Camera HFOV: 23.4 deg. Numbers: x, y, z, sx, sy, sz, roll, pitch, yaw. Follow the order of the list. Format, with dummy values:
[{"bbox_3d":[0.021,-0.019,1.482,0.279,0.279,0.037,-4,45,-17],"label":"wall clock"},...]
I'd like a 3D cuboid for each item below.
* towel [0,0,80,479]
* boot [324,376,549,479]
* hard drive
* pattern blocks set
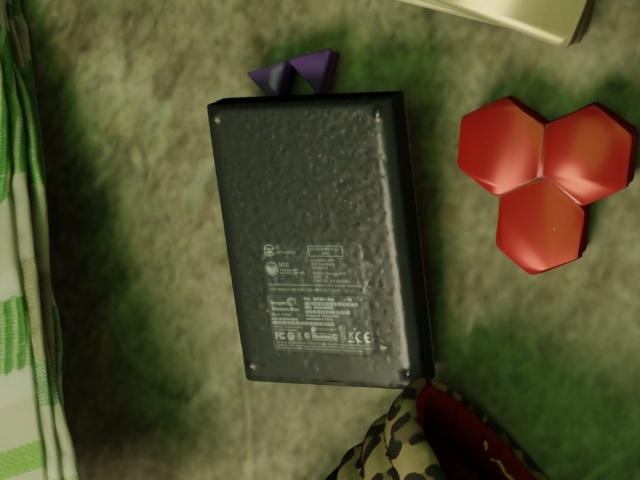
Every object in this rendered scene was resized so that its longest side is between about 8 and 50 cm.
[{"bbox_3d":[-0.228,0.051,0.774,0.248,0.038,0.325,-17,73,23],"label":"towel"},{"bbox_3d":[0.042,0.272,0.653,0.284,0.138,0.377,-46,57,18],"label":"boot"},{"bbox_3d":[0.000,0.000,0.709,0.094,0.022,0.135,1,107,28],"label":"hard drive"},{"bbox_3d":[0.074,-0.179,0.666,0.285,0.026,0.325,33,111,15],"label":"pattern blocks set"}]
